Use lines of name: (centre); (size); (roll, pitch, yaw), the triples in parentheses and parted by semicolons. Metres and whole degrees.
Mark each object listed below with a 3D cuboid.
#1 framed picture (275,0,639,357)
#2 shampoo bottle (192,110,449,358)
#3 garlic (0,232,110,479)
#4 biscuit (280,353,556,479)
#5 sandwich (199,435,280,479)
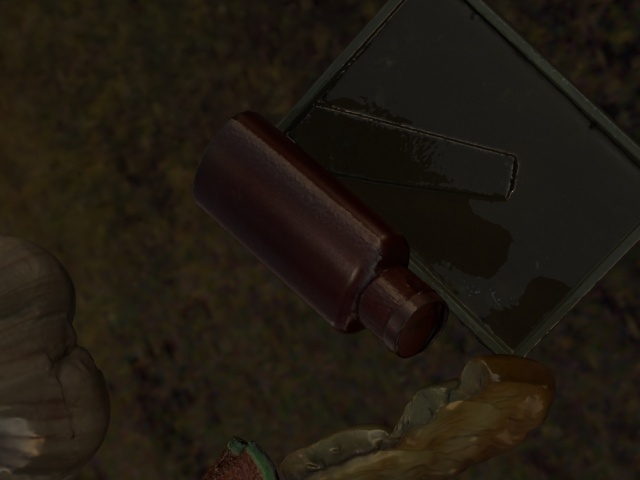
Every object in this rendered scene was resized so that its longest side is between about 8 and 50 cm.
framed picture: (0.136, -0.069, 1.630); (0.315, 0.232, 0.024); (44, -166, 4)
shampoo bottle: (0.000, 0.000, 1.517); (0.260, 0.064, 0.102); (42, 113, 33)
garlic: (-0.244, 0.092, 1.094); (0.228, 0.228, 0.152); (64, -161, 8)
biscuit: (0.098, 0.166, 1.569); (0.299, 0.154, 0.045); (-32, 57, 42)
sandwich: (-0.060, 0.195, 1.336); (0.026, 0.069, 0.101); (11, -114, -85)
